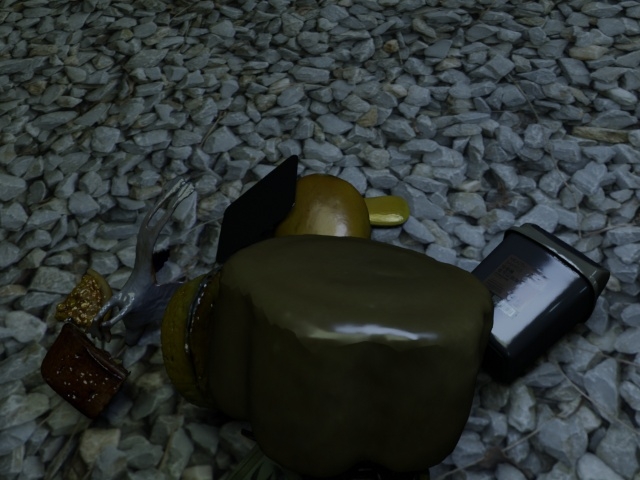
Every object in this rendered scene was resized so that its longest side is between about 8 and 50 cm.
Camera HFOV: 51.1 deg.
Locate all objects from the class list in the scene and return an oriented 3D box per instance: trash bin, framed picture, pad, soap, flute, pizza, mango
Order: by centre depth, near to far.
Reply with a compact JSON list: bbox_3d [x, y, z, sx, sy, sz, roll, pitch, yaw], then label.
[{"bbox_3d":[-0.105,0.437,1.057,0.231,0.010,0.173,-51,51,16],"label":"framed picture"},{"bbox_3d":[-0.077,0.342,1.113,0.014,0.014,0.269,-42,16,-25],"label":"flute"},{"bbox_3d":[0.383,0.107,1.263,0.290,0.182,0.209,-39,56,-17],"label":"trash bin"},{"bbox_3d":[0.000,0.000,1.405,0.211,0.173,0.317,-1,57,9],"label":"mango"},{"bbox_3d":[-0.508,0.134,1.434,0.131,0.041,0.178,-10,50,1],"label":"pizza"},{"bbox_3d":[-0.141,-0.069,1.471,0.267,0.004,0.181,-33,39,35],"label":"pad"},{"bbox_3d":[0.119,-0.065,1.529,0.168,0.033,0.089,-5,47,4],"label":"soap"}]

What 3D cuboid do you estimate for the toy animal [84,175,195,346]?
[{"bbox_3d":[-0.329,0.072,1.306,0.225,0.284,0.302,28,57,24],"label":"toy animal"}]

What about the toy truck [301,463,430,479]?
[{"bbox_3d":[0.065,0.422,1.063,0.224,0.147,0.165,-3,64,1],"label":"toy truck"}]

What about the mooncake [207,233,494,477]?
[{"bbox_3d":[0.048,0.163,1.098,0.467,0.262,0.467,4,17,-1],"label":"mooncake"}]

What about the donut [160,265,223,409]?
[{"bbox_3d":[-0.199,0.184,1.236,0.107,0.272,0.272,-10,46,26],"label":"donut"}]

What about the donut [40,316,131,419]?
[{"bbox_3d":[-0.460,0.244,1.281,0.186,0.144,0.126,34,80,1],"label":"donut"}]
